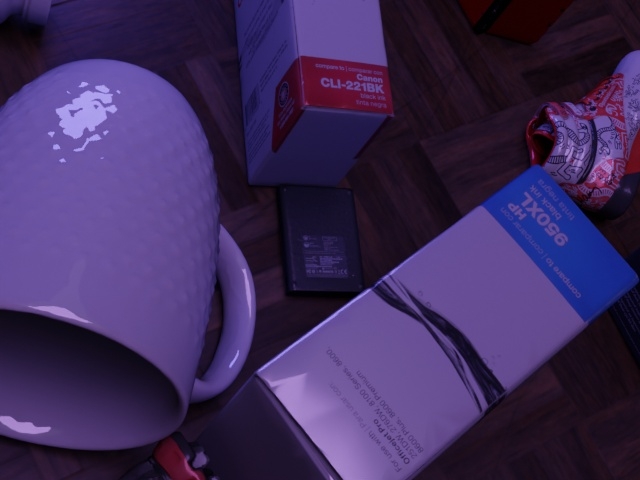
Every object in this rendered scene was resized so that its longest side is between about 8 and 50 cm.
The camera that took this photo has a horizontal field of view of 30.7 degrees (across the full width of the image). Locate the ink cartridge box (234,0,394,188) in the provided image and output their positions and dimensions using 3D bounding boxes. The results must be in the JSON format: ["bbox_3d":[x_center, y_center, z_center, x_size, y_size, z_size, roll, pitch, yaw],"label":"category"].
[{"bbox_3d":[-0.016,-0.223,1.362,0.114,0.197,0.273,2,66,-21],"label":"ink cartridge box"}]

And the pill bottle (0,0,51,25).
[{"bbox_3d":[-0.405,-0.310,1.301,0.216,0.121,0.121,12,63,-15],"label":"pill bottle"}]

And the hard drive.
[{"bbox_3d":[0.000,0.000,1.367,0.094,0.022,0.135,2,66,-19],"label":"hard drive"}]

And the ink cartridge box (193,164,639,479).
[{"bbox_3d":[0.087,0.132,1.187,0.395,0.285,0.166,-35,80,-29],"label":"ink cartridge box"}]

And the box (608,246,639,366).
[{"bbox_3d":[0.451,0.062,1.400,0.108,0.207,0.153,-18,74,-26],"label":"box"}]

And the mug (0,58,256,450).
[{"bbox_3d":[-0.203,0.021,1.167,0.374,0.276,0.328,38,46,-36],"label":"mug"}]

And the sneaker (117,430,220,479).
[{"bbox_3d":[-0.122,0.332,1.131,0.135,0.097,0.276,-28,88,-13],"label":"sneaker"}]

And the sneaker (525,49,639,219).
[{"bbox_3d":[0.359,-0.169,1.539,0.145,0.090,0.270,24,63,-11],"label":"sneaker"}]

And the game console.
[{"bbox_3d":[0.258,-0.339,1.547,0.085,0.144,0.124,-19,74,-27],"label":"game console"}]
